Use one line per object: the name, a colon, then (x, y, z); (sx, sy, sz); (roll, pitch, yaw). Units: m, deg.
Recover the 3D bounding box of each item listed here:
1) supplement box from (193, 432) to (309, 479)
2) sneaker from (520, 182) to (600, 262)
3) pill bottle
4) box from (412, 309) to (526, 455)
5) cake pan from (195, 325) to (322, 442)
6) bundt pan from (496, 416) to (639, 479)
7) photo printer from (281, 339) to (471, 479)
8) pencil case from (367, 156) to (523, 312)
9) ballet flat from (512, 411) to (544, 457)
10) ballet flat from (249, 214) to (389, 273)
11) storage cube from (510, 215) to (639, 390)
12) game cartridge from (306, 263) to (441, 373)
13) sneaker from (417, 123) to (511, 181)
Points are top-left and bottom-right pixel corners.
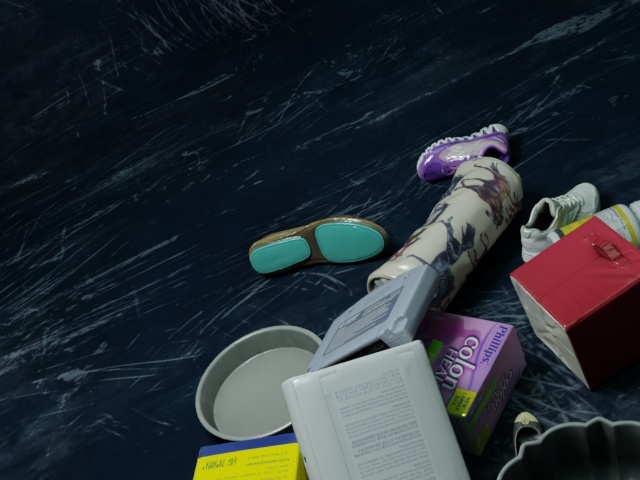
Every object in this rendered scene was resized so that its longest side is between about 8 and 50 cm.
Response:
supplement box: (-0.104, 0.521, 1.483); (0.194, 0.195, 0.356); (-12, 39, 17)
sneaker: (0.497, -0.055, 1.890); (0.090, 0.115, 0.232); (22, 57, 44)
pill bottle: (0.560, 0.001, 1.787); (0.208, 0.119, 0.119); (-22, 38, 3)
box: (0.218, 0.250, 1.687); (0.243, 0.117, 0.213); (9, 49, 36)
cake pan: (-0.110, 0.299, 1.864); (0.293, 0.054, 0.293); (-16, 38, 13)
bundt pan: (0.423, 0.428, 1.346); (0.330, 0.124, 0.331); (-13, 38, 10)
photo printer: (0.099, 0.342, 1.489); (0.256, 0.107, 0.308); (-16, 76, -14)
pencil case: (0.259, 0.008, 1.915); (0.410, 0.160, 0.183); (-49, 14, -27)
ballet flat: (0.352, 0.357, 1.539); (0.057, 0.049, 0.173); (-11, 40, 16)
ballet flat: (0.000, 0.000, 2.132); (0.342, 0.116, 0.124); (-14, 19, 20)
storage cube: (0.484, 0.109, 1.632); (0.193, 0.215, 0.184); (-34, 38, -2)
game cartridge: (0.100, 0.160, 1.726); (0.297, 0.062, 0.198); (-36, 11, 45)
sneaker: (0.346, -0.190, 2.162); (0.236, 0.095, 0.104); (-20, 45, 5)
